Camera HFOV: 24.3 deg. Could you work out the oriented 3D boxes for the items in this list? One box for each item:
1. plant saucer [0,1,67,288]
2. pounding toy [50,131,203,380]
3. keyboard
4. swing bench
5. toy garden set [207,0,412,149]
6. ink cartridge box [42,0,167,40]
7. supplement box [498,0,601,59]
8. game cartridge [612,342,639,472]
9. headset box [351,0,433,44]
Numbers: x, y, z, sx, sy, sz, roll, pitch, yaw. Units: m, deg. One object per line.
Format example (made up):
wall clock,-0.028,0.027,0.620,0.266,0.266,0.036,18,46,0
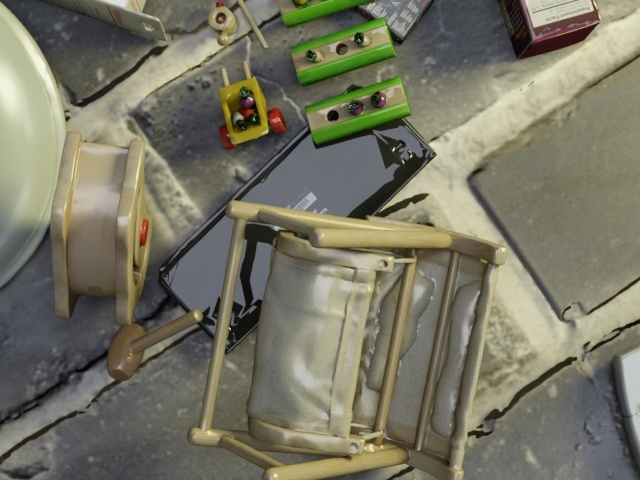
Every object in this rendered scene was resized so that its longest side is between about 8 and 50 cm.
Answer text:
plant saucer,-0.459,-0.093,1.518,0.400,0.100,0.400,-2,100,-11
pounding toy,-0.187,0.007,1.531,0.154,0.269,0.154,7,46,0
keyboard,0.000,0.000,1.605,0.317,0.033,0.201,-43,86,-2
swing bench,0.030,0.106,1.498,0.254,0.165,0.253,6,98,-37
toy garden set,-0.033,-0.223,1.590,0.203,0.049,0.244,-17,80,10
ink cartridge box,-0.243,-0.276,1.585,0.180,0.104,0.060,18,85,0
supplement box,0.227,-0.300,1.591,0.080,0.104,0.188,-17,87,-2
game cartridge,0.440,0.225,1.583,0.198,0.062,0.297,-26,87,2
headset box,0.074,-0.264,1.623,0.083,0.032,0.062,36,86,3
